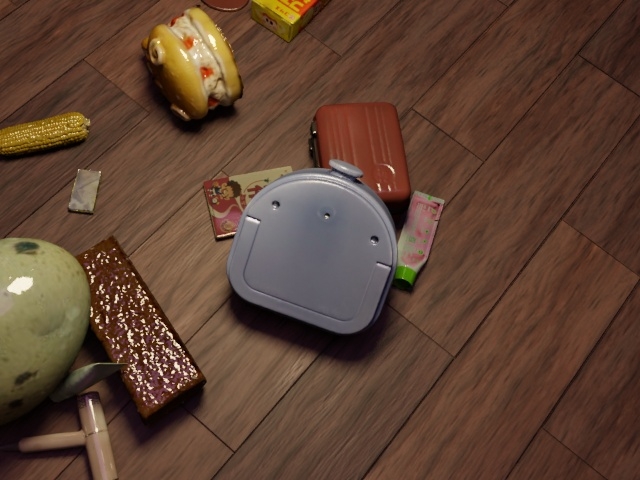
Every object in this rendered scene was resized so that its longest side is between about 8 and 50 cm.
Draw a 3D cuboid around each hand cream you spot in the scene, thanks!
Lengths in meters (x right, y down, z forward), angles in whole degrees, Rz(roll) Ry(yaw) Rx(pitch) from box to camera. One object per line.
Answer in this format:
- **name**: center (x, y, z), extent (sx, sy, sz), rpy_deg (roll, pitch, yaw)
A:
- **hand cream**: center (0.239, -0.006, 1.857), extent (0.079, 0.050, 0.275), rpy_deg (33, 58, -20)
- **hand cream**: center (-0.500, 0.291, 1.560), extent (0.078, 0.205, 0.049), rpy_deg (14, 56, -51)

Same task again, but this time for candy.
- **candy**: center (-0.059, -0.706, 2.103), extent (0.146, 0.088, 0.276), rpy_deg (35, 66, 7)

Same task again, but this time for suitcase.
- **suitcase**: center (0.099, -0.193, 1.853), extent (0.236, 0.161, 0.297), rpy_deg (-4, 66, -8)

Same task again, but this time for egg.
- **egg**: center (-0.659, 0.179, 1.487), extent (0.345, 0.345, 0.428), rpy_deg (39, 87, 10)

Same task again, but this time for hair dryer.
- **hair dryer**: center (-0.554, 0.445, 1.552), extent (0.220, 0.053, 0.195), rpy_deg (-16, 70, -13)

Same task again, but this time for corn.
- **corn**: center (-0.690, -0.263, 1.837), extent (0.238, 0.080, 0.080), rpy_deg (-18, 69, -12)

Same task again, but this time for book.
- **book**: center (-0.166, -0.097, 1.856), extent (0.232, 0.022, 0.162), rpy_deg (-12, 68, -11)

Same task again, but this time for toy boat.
- **toy boat**: center (-0.579, -0.121, 1.820), extent (0.063, 0.016, 0.115), rpy_deg (7, 65, -3)

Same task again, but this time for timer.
- **timer**: center (0.000, 0.000, 1.682), extent (0.395, 0.173, 0.394), rpy_deg (2, 102, 7)

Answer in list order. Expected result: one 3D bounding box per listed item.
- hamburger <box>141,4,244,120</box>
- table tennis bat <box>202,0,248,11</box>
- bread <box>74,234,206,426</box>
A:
- **hamburger**: center (-0.342, -0.450, 1.874), extent (0.186, 0.261, 0.302), rpy_deg (-27, 54, -13)
- **table tennis bat**: center (-0.308, -0.727, 2.120), extent (0.220, 0.019, 0.130), rpy_deg (24, 66, 2)
- **bread**: center (-0.424, 0.193, 1.648), extent (0.165, 0.113, 0.416), rpy_deg (-30, 71, -19)
